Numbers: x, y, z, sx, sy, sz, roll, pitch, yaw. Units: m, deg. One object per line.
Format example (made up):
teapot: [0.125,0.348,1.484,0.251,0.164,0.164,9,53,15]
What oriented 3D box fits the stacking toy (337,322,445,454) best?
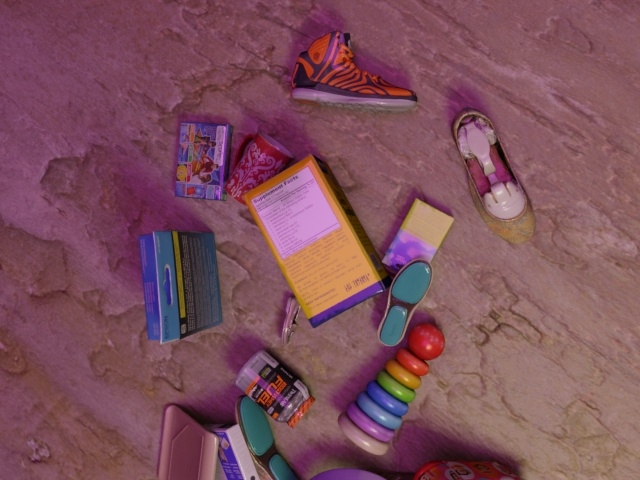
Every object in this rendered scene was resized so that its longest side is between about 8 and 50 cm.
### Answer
stacking toy: [0.183,0.342,1.439,0.141,0.141,0.330,33,92,10]

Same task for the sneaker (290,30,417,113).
sneaker: [0.085,-0.414,1.454,0.321,0.124,0.180,10,93,12]

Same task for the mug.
mug: [-0.165,-0.185,1.535,0.113,0.150,0.169,31,103,-26]

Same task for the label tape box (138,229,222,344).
label tape box: [-0.354,0.104,1.436,0.115,0.348,0.249,-6,89,12]

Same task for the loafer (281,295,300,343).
loafer: [-0.073,0.206,1.533,0.039,0.045,0.125,9,89,5]

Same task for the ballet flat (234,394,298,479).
ballet flat: [-0.160,0.552,1.526,0.106,0.108,0.316,-32,82,29]

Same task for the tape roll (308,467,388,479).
tape roll: [0.073,0.676,1.424,0.275,0.090,0.274,4,116,8]

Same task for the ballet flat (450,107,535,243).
ballet flat: [0.399,-0.151,1.393,0.123,0.123,0.348,-23,86,11]

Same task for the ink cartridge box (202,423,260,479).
ink cartridge box: [-0.229,0.566,1.505,0.206,0.045,0.208,-24,83,54]

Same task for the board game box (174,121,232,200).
board game box: [-0.310,-0.210,1.586,0.136,0.035,0.201,6,92,12]

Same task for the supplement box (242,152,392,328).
supplement box: [0.000,0.000,1.439,0.194,0.195,0.356,-29,85,11]

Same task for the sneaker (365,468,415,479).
sneaker: [0.163,0.604,1.467,0.189,0.071,0.066,-9,88,12]

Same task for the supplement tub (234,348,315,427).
supplement tub: [-0.113,0.375,1.504,0.190,0.117,0.117,38,98,10]

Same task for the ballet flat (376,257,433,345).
ballet flat: [0.199,0.139,1.433,0.086,0.086,0.248,28,113,11]

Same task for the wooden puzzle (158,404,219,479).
wooden puzzle: [-0.339,0.565,1.545,0.239,0.044,0.220,10,94,48]

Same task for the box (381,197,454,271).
box: [0.239,-0.001,1.463,0.109,0.042,0.178,29,97,11]

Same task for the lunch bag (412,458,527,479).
lunch bag: [0.322,0.634,1.343,0.293,0.120,0.258,12,95,-28]
